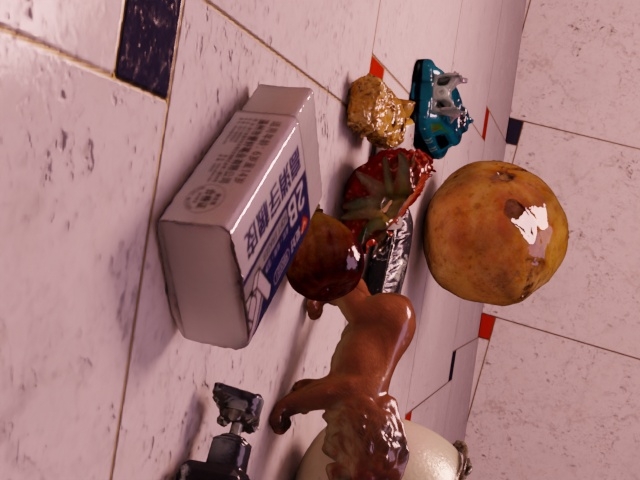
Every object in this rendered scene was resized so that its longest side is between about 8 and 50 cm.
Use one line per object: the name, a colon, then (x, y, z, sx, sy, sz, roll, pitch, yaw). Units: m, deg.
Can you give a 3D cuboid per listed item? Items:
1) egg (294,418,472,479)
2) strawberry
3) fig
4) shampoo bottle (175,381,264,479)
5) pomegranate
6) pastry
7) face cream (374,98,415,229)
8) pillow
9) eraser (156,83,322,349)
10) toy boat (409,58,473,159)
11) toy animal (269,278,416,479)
egg: (0.039, 0.330, 1.172, 0.286, 0.174, 0.264, -59, 174, 25)
strawberry: (0.074, -0.052, 1.237, 0.167, 0.087, 0.208, -57, 175, 0)
fig: (0.000, 0.000, 1.015, 0.089, 0.089, 0.125, 72, 5, -58)
shampoo bottle: (-0.100, 0.274, 0.790, 0.098, 0.071, 0.309, 65, 37, -62)
pomegranate: (0.319, -0.013, 1.800, 0.281, 0.281, 0.281, 9, 90, -75)
pastry: (0.072, -0.159, 1.200, 0.140, 0.056, 0.080, 5, 94, -73)
face cream: (0.101, -0.108, 1.344, 0.072, 0.051, 0.182, -30, 126, -66)
pillow: (0.100, 0.047, 1.427, 0.141, 0.055, 0.208, 87, 17, -68)
eraser: (-0.056, -0.026, 0.790, 0.210, 0.068, 0.124, -64, 155, -48)
toy boat: (0.218, -0.215, 1.645, 0.299, 0.092, 0.134, 20, 75, -74)
toy animal: (0.046, 0.150, 1.094, 0.097, 0.157, 0.312, 77, 28, -56)
